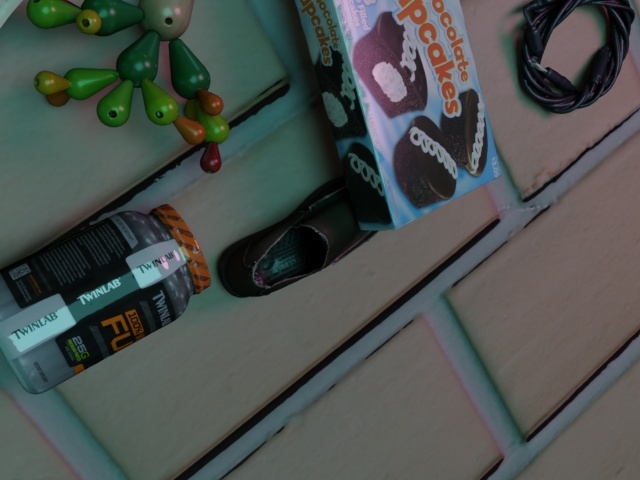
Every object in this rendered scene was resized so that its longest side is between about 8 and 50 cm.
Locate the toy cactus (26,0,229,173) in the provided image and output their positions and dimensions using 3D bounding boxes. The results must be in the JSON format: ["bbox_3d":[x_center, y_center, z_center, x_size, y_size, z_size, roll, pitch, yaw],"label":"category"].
[{"bbox_3d":[-0.163,-0.176,0.746,0.219,0.112,0.180,29,65,-24],"label":"toy cactus"}]

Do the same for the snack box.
[{"bbox_3d":[0.081,-0.191,0.838,0.187,0.060,0.321,-26,105,-37],"label":"snack box"}]

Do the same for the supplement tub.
[{"bbox_3d":[-0.205,0.047,0.732,0.190,0.117,0.117,-29,109,-19],"label":"supplement tub"}]

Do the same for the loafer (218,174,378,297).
[{"bbox_3d":[0.000,0.000,0.848,0.220,0.078,0.080,-34,111,-18],"label":"loafer"}]

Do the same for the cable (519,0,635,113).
[{"bbox_3d":[0.330,-0.243,0.994,0.185,0.047,0.150,-21,106,-23],"label":"cable"}]

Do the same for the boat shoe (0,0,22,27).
[{"bbox_3d":[-0.329,-0.183,0.654,0.305,0.091,0.109,-53,127,-10],"label":"boat shoe"}]
